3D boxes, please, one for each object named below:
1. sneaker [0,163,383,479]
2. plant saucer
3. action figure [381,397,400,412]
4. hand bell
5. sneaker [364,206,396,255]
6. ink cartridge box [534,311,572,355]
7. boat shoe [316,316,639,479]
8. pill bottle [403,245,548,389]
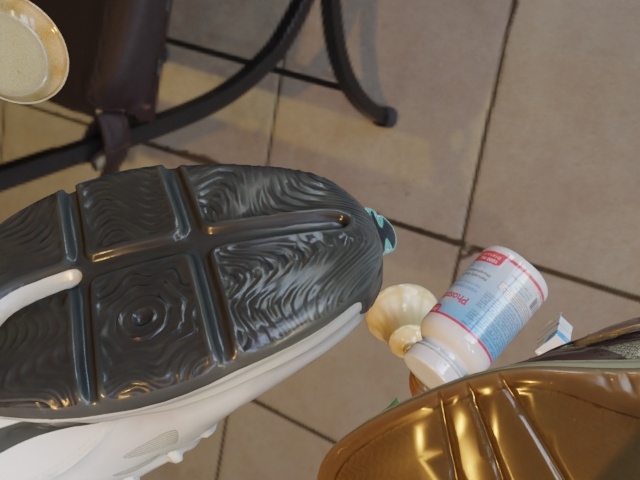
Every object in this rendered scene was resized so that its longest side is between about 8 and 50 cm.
[{"bbox_3d":[-0.156,0.121,0.585,0.448,0.257,0.169,-21,49,1],"label":"sneaker"},{"bbox_3d":[-0.213,-0.129,0.590,0.015,0.083,0.083,-23,80,43],"label":"plant saucer"},{"bbox_3d":[0.150,0.392,1.422,0.137,0.063,0.232,-58,44,32],"label":"action figure"},{"bbox_3d":[0.148,0.187,1.362,0.126,0.126,0.242,-60,20,26],"label":"hand bell"},{"bbox_3d":[0.000,0.000,0.628,0.069,0.098,0.038,-30,57,58],"label":"sneaker"},{"bbox_3d":[0.364,0.149,1.347,0.028,0.083,0.048,43,119,0],"label":"ink cartridge box"},{"bbox_3d":[0.169,0.098,0.444,0.342,0.123,0.123,-21,85,13],"label":"boat shoe"},{"bbox_3d":[0.165,0.088,0.935,0.087,0.160,0.087,39,161,16],"label":"pill bottle"}]
